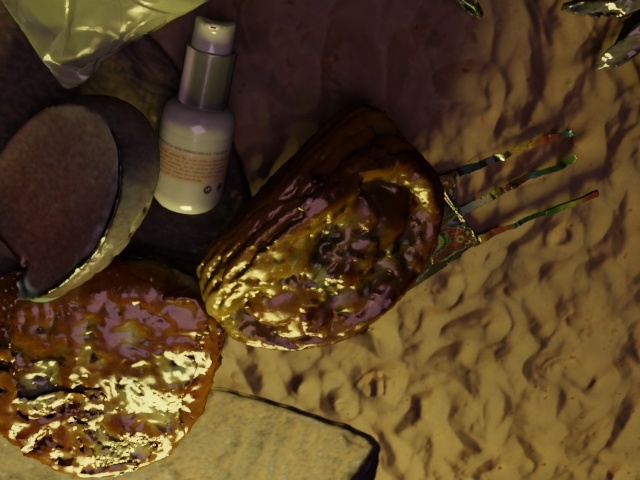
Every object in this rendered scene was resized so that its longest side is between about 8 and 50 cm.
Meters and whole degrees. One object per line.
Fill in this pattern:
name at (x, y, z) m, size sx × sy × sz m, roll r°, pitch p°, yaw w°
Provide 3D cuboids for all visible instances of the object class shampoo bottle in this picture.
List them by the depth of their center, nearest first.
shampoo bottle at (-0.117, -0.122, 0.836) m, size 0.074 × 0.074 × 0.192 m, roll 8°, pitch 117°, yaw -12°

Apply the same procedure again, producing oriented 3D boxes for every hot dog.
hot dog at (0.000, 0.000, 0.865) m, size 0.272 × 0.122 × 0.196 m, roll -44°, pitch 126°, yaw 1°

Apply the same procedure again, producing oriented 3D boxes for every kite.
kite at (0.161, -0.034, 0.958) m, size 0.285 × 0.015 × 0.152 m, roll -21°, pitch 123°, yaw 8°

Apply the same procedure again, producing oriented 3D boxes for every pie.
pie at (-0.247, 0.142, 0.958) m, size 0.308 × 0.085 × 0.308 m, roll -4°, pitch 119°, yaw -7°

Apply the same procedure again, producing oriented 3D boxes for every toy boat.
toy boat at (-0.238, -0.046, 0.846) m, size 0.227 × 0.085 × 0.155 m, roll -45°, pitch 77°, yaw 26°

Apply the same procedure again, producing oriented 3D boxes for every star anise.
star anise at (0.325, -0.239, 0.835) m, size 0.180 × 0.061 × 0.205 m, roll 16°, pitch 116°, yaw -16°

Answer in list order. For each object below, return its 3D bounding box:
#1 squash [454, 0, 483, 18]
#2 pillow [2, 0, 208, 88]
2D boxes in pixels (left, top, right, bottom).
squash at (0.092, -0.341, 0.743) m, size 0.080 × 0.071 × 0.319 m, roll -35°, pitch 125°, yaw -36°
pillow at (-0.182, -0.304, 0.723) m, size 0.280 × 0.076 × 0.274 m, roll -29°, pitch 117°, yaw 8°
